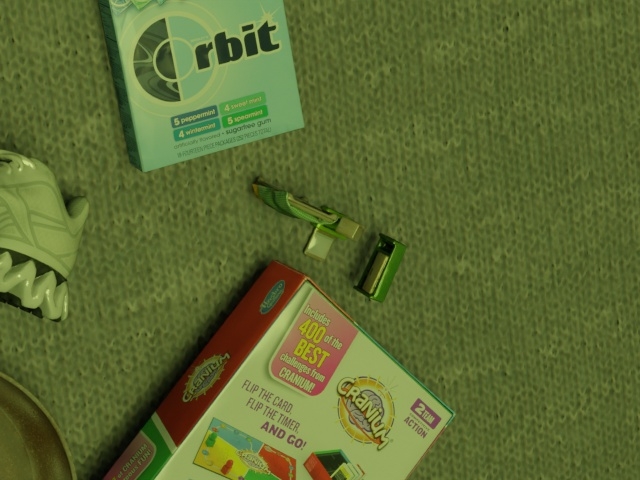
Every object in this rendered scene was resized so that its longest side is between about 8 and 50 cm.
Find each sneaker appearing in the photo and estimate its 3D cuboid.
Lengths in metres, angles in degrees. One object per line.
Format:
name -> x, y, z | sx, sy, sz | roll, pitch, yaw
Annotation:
sneaker -> -0.282, -0.027, 1.552 | 0.118, 0.110, 0.292 | -65, 155, -7

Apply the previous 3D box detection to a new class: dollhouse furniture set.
dollhouse furniture set -> 0.000, 0.000, 1.749 | 0.152, 0.076, 0.058 | 24, 93, -29

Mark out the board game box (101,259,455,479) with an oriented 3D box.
board game box -> -0.051, 0.214, 1.764 | 0.316, 0.064, 0.242 | -52, 125, -9

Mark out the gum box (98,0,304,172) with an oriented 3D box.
gum box -> -0.105, -0.169, 1.672 | 0.157, 0.041, 0.184 | -17, 112, -19

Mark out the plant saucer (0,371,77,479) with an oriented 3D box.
plant saucer -> -0.365, 0.239, 1.663 | 0.310, 0.050, 0.310 | -6, 106, -23
